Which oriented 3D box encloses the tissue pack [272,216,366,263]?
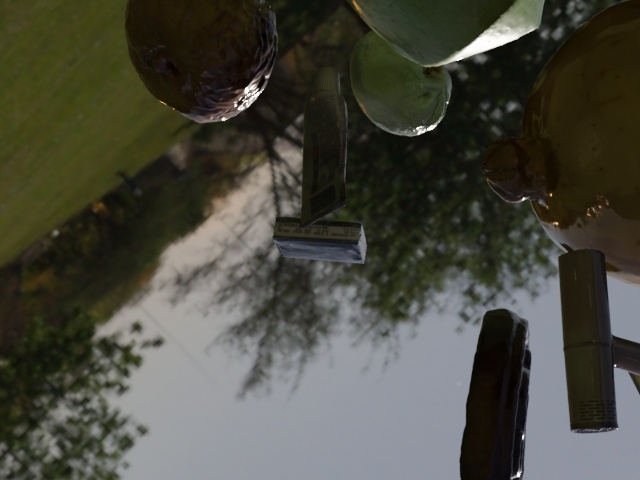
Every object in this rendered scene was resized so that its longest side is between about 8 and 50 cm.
[{"bbox_3d":[0.000,0.000,2.062,0.112,0.156,0.051,69,28,-68],"label":"tissue pack"}]

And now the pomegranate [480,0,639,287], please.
[{"bbox_3d":[0.396,-0.112,1.418,0.410,0.410,0.410,-43,-173,7],"label":"pomegranate"}]

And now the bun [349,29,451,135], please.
[{"bbox_3d":[0.144,-0.277,1.960,0.118,0.195,0.195,-20,-157,48],"label":"bun"}]

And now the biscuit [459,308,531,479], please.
[{"bbox_3d":[0.293,0.314,1.889,0.091,0.407,0.407,4,-156,14],"label":"biscuit"}]

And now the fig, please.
[{"bbox_3d":[-0.160,-0.400,2.056,0.368,0.286,0.286,-49,-171,-27],"label":"fig"}]

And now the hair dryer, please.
[{"bbox_3d":[0.368,0.112,1.272,0.053,0.220,0.195,136,-45,-67],"label":"hair dryer"}]

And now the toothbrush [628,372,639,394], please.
[{"bbox_3d":[0.470,0.261,1.538,0.030,0.304,0.030,-20,156,-10],"label":"toothbrush"}]

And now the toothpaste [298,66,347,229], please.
[{"bbox_3d":[0.008,-0.158,1.863,0.099,0.068,0.282,109,-16,-59],"label":"toothpaste"}]

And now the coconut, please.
[{"bbox_3d":[0.194,-0.404,1.655,0.328,0.328,0.281,-47,-168,-22],"label":"coconut"}]
